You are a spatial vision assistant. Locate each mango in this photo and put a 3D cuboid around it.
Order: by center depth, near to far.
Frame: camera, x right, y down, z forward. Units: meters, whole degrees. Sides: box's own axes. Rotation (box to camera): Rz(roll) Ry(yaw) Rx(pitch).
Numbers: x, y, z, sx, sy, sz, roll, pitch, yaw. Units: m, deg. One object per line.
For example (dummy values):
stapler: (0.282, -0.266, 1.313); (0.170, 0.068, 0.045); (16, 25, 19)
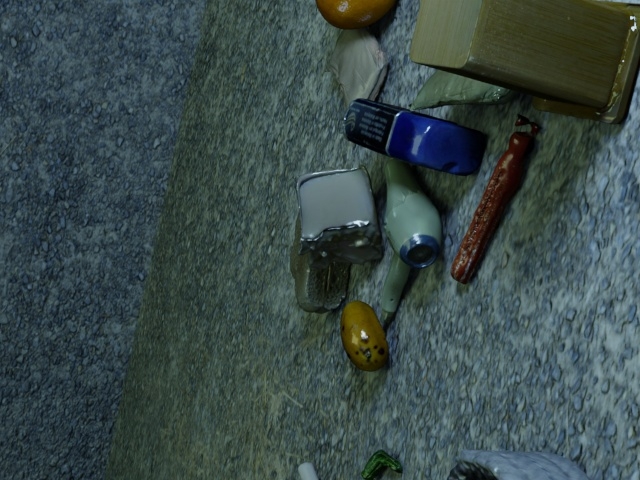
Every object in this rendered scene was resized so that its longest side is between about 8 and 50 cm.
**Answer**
mango: (0.087, 0.190, 2.066); (0.178, 0.090, 0.115); (-101, -11, -45)

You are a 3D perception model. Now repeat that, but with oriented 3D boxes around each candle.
candle: (0.304, -0.063, 1.763); (0.051, 0.048, 0.329); (-100, 28, -62)

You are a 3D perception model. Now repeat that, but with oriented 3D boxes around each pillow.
pillow: (0.286, -0.296, 1.783); (0.185, 0.075, 0.302); (-45, 21, -15)
pillow: (0.081, -0.406, 2.323); (0.173, 0.067, 0.270); (-59, 33, 28)

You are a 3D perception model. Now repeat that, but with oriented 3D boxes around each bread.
bread: (-0.004, -0.001, 2.322); (0.183, 0.102, 0.337); (0, 81, 64)

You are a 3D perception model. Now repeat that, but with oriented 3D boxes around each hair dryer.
hair dryer: (0.157, -0.024, 2.022); (0.298, 0.119, 0.296); (113, 160, -55)

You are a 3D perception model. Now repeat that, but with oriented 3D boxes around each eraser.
eraser: (0.171, -0.206, 1.960); (0.332, 0.155, 0.101); (30, 108, 63)

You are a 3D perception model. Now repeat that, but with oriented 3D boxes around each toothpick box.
toothpick box: (0.307, -0.301, 1.500); (0.190, 0.308, 0.187); (26, 105, 55)

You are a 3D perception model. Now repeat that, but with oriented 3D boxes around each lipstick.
lipstick: (-0.016, 0.554, 2.231); (0.038, 0.038, 0.131); (-67, 28, 28)

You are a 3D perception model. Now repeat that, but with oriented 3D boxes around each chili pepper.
chili pepper: (0.123, 0.443, 1.989); (0.118, 0.035, 0.055); (-30, 67, 47)

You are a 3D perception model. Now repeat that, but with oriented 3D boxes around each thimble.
thimble: (0.296, 0.419, 1.484); (0.217, 0.157, 0.245); (-68, 28, 24)

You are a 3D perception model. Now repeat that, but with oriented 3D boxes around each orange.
orange: (0.090, -0.583, 2.241); (0.240, 0.171, 0.240); (-47, 34, 46)

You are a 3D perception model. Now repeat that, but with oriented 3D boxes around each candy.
candy: (0.033, -0.049, 2.137); (0.137, 0.185, 0.195); (81, 179, -60)
